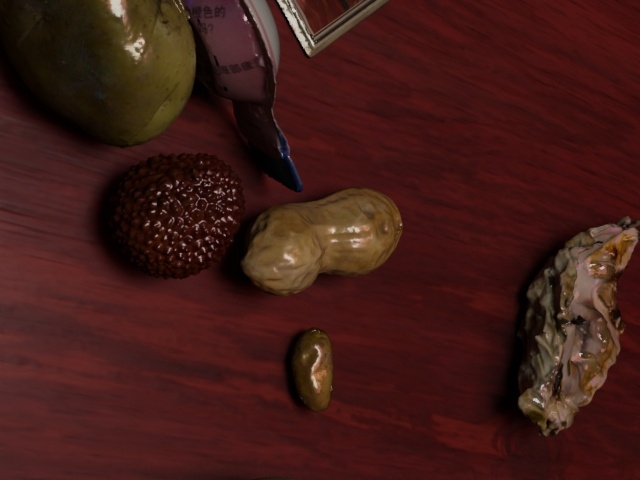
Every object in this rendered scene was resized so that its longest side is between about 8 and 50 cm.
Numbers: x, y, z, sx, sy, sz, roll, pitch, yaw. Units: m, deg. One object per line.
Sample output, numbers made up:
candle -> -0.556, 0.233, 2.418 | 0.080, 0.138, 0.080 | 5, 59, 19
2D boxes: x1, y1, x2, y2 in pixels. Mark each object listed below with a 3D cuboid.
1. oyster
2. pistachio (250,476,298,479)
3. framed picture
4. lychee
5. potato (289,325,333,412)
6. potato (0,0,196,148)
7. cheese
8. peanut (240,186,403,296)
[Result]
oyster -> 0.322, 0.099, 1.381 | 0.354, 0.107, 0.201 | -44, 132, -46
pistachio -> -0.059, 0.360, 0.953 | 0.229, 0.238, 0.321 | 32, 35, -26
framed picture -> 0.023, -0.364, 1.237 | 0.273, 0.016, 0.216 | -42, 111, -34
lychee -> -0.133, -0.028, 1.010 | 0.123, 0.123, 0.129 | 37, 99, -30
potato -> -0.010, 0.137, 1.135 | 0.046, 0.045, 0.092 | -1, 88, -2
potato -> -0.205, -0.202, 0.946 | 0.248, 0.169, 0.143 | 59, 24, -15
cheese -> -0.084, -0.172, 1.038 | 0.074, 0.189, 0.286 | -32, 122, -16
peanut -> 0.000, 0.000, 1.121 | 0.229, 0.103, 0.098 | -17, 82, -41
